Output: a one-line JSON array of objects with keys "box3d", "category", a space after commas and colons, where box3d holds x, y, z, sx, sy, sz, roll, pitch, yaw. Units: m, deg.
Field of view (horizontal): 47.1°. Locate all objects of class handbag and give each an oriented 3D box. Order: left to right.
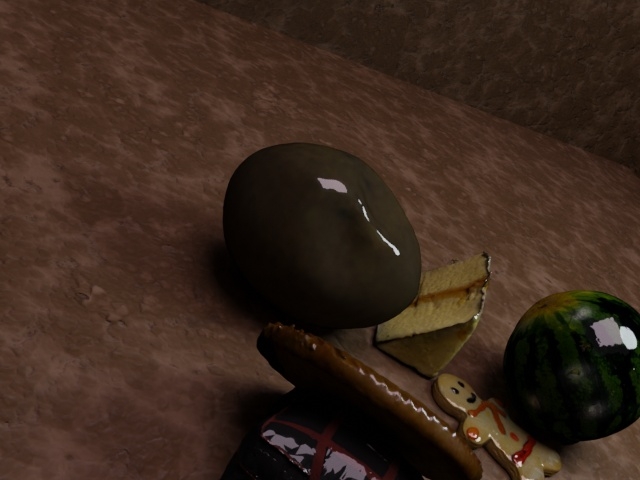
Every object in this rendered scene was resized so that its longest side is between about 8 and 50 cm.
[{"box3d": [0.008, 0.276, 0.818, 0.215, 0.155, 0.169, 36, 17, 6], "category": "handbag"}]

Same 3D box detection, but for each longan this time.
[{"box3d": [0.000, 0.000, 1.170, 0.350, 0.288, 0.288, 40, 27, -5], "category": "longan"}]

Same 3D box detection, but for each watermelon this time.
[{"box3d": [0.437, 0.209, 1.243, 0.269, 0.269, 0.269, 23, 29, -14], "category": "watermelon"}]

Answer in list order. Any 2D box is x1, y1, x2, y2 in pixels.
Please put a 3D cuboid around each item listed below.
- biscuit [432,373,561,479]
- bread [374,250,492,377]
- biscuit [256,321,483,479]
[{"box3d": [0.276, 0.302, 1.182, 0.234, 0.030, 0.153, 43, 28, 22], "category": "biscuit"}, {"box3d": [0.205, 0.098, 1.289, 0.135, 0.178, 0.240, 31, 30, -1], "category": "bread"}, {"box3d": [0.055, 0.202, 0.897, 0.318, 0.040, 0.318, 33, -17, 12], "category": "biscuit"}]
